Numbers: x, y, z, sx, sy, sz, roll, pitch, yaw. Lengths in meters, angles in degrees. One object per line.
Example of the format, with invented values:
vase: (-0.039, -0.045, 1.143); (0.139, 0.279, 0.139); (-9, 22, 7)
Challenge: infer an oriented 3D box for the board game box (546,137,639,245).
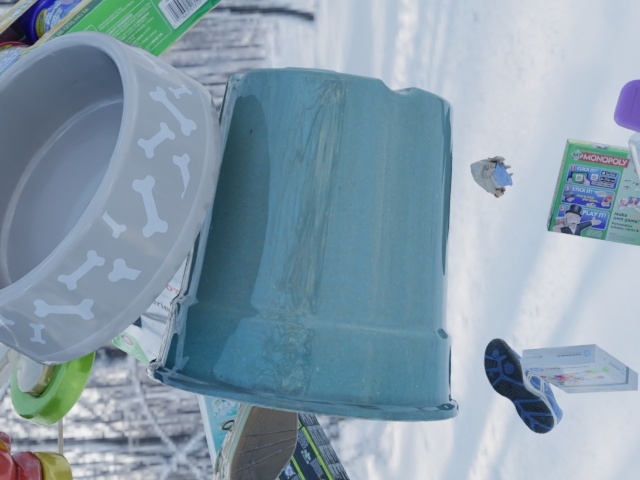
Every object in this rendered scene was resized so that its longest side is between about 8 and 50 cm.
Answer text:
board game box: (0.684, -0.098, 2.287); (0.046, 0.317, 0.213); (-76, -4, -68)

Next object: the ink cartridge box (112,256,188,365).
ink cartridge box: (-0.267, 0.098, 1.802); (0.121, 0.211, 0.289); (-45, -29, -38)

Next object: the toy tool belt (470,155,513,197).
toy tool belt: (0.256, -0.093, 1.476); (0.083, 0.051, 0.052); (32, -143, -44)

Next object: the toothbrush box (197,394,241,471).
toothbrush box: (-0.167, 0.347, 2.015); (0.216, 0.126, 0.295); (113, 143, -71)

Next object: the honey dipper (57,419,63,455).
honey dipper: (-0.482, 0.337, 1.897); (0.030, 0.030, 0.161); (-113, 25, -80)

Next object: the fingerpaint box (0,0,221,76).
fingerpaint box: (-0.468, -0.399, 1.980); (0.371, 0.445, 0.163); (21, 151, 52)

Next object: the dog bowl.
dog bowl: (-0.264, -0.055, 1.030); (0.102, 0.348, 0.349); (36, -142, -45)

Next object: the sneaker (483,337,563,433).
sneaker: (0.398, 0.285, 2.024); (0.080, 0.081, 0.211); (-44, 66, 32)

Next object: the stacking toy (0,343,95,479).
stacking toy: (-0.386, 0.197, 1.121); (0.309, 0.130, 0.279); (-12, 60, 45)

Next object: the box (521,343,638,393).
box: (0.480, 0.239, 1.891); (0.186, 0.145, 0.038); (32, -122, -44)

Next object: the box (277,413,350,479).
box: (-0.058, 0.378, 1.735); (0.184, 0.045, 0.191); (-47, 59, 27)

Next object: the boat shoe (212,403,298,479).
boat shoe: (-0.108, 0.308, 1.427); (0.089, 0.104, 0.285); (41, 123, 44)

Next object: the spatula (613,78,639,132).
spatula: (0.556, -0.145, 1.478); (0.030, 0.296, 0.084); (-29, 39, 66)

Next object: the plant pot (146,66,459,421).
plant pot: (0.000, 0.000, 1.123); (0.341, 0.341, 0.334); (170, 107, -87)

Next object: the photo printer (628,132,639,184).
photo printer: (0.711, -0.072, 1.819); (0.307, 0.256, 0.107); (68, -156, -16)
